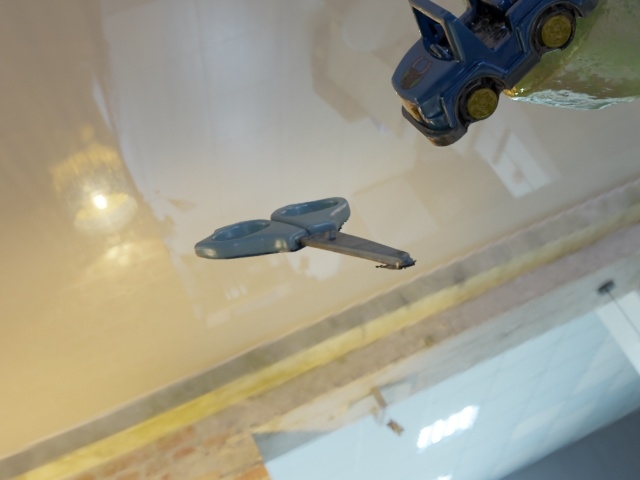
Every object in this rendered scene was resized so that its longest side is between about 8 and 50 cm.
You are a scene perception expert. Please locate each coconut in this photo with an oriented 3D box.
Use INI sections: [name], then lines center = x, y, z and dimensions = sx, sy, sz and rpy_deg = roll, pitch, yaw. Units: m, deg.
[coconut]
center = 0.305, -0.317, 1.156
dimensions = 0.328, 0.328, 0.281
rpy_deg = -10, -8, -32

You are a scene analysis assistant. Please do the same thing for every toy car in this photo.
[toy car]
center = 0.132, -0.179, 0.779
dimensions = 0.191, 0.097, 0.100
rpy_deg = -45, -58, 7

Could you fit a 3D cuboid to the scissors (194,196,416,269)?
[scissors]
center = 0.000, 0.001, 0.967
dimensions = 0.191, 0.360, 0.029
rpy_deg = -19, -74, -23
